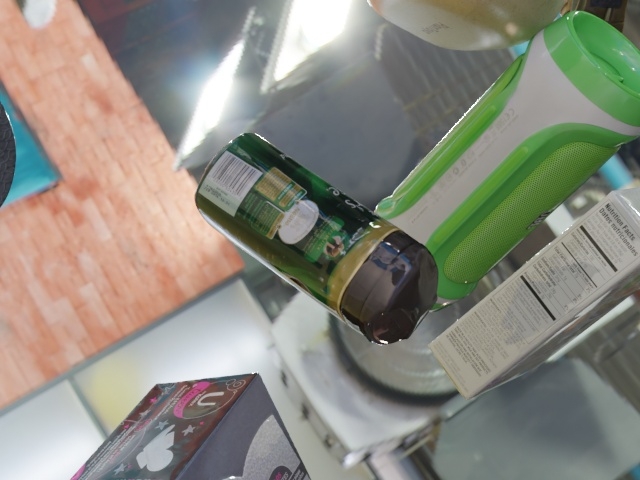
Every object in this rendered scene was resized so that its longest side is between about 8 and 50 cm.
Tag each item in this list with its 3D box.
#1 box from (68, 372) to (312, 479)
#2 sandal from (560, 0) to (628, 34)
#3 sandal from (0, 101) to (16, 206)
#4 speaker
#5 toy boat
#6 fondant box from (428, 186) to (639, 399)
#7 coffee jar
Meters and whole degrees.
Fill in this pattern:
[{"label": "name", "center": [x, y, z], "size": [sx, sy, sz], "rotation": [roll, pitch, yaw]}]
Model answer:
[{"label": "box", "center": [-0.130, 0.261, 1.037], "size": [0.142, 0.247, 0.163], "rotation": [-10, -65, 35]}, {"label": "sandal", "center": [0.272, -0.236, 1.150], "size": [0.049, 0.072, 0.180], "rotation": [-118, -142, -55]}, {"label": "sandal", "center": [-0.306, -0.114, 0.757], "size": [0.254, 0.097, 0.054], "rotation": [45, -16, -19]}, {"label": "speaker", "center": [0.164, -0.064, 1.024], "size": [0.131, 0.131, 0.296], "rotation": [52, -54, 15]}, {"label": "toy boat", "center": [0.081, -0.291, 1.033], "size": [0.318, 0.148, 0.267], "rotation": [25, 0, -17]}, {"label": "fondant box", "center": [0.331, 0.065, 1.506], "size": [0.330, 0.238, 0.096], "rotation": [-43, -108, 28]}, {"label": "coffee jar", "center": [0.000, 0.000, 0.840], "size": [0.184, 0.079, 0.096], "rotation": [35, -7, 24]}]
